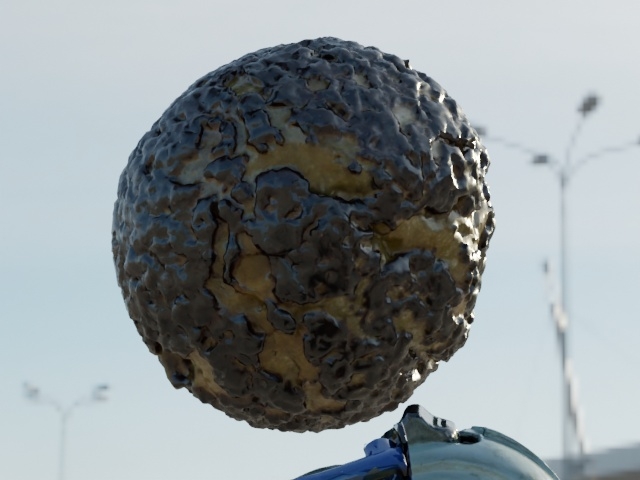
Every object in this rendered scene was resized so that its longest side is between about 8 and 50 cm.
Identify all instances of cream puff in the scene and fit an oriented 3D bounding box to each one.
[{"bbox_3d":[0.000,0.000,1.091,0.239,0.239,0.165,10,8,-34],"label":"cream puff"}]

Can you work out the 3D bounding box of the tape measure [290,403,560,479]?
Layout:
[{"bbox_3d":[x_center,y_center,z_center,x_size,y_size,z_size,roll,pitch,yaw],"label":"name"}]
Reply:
[{"bbox_3d":[0.100,0.241,0.929,0.164,0.330,0.084,-33,2,11],"label":"tape measure"}]

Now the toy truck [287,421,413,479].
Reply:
[{"bbox_3d":[-0.017,0.123,0.443,0.113,0.126,0.208,-13,15,-3],"label":"toy truck"}]
